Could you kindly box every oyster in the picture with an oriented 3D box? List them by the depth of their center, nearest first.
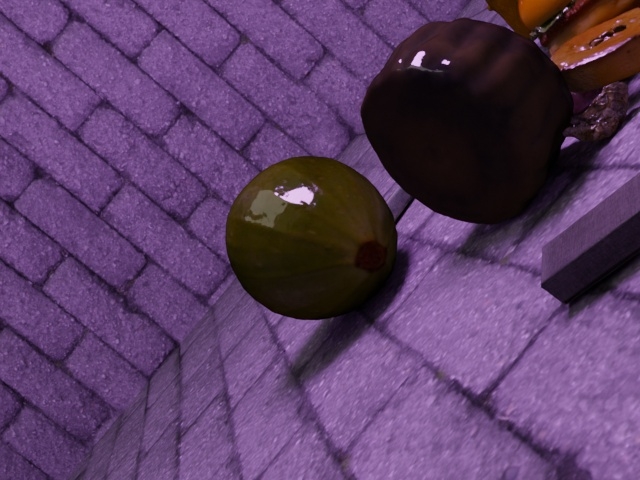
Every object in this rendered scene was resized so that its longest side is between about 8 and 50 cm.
[{"bbox_3d":[0.364,-0.164,1.230,0.038,0.080,0.083,-100,13,-50],"label":"oyster"}]

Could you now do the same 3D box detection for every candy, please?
[{"bbox_3d":[0.398,-0.235,1.428,0.103,0.043,0.103,-49,11,13],"label":"candy"}]

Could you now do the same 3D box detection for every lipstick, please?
[{"bbox_3d":[0.113,-0.023,1.906,0.312,0.051,0.051,-52,8,-23],"label":"lipstick"}]

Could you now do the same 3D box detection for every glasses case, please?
[{"bbox_3d":[0.309,-0.018,0.947,0.205,0.047,0.071,-43,15,34],"label":"glasses case"}]

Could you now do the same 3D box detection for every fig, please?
[{"bbox_3d":[0.000,0.000,1.647,0.316,0.316,0.316,-48,9,10],"label":"fig"}]

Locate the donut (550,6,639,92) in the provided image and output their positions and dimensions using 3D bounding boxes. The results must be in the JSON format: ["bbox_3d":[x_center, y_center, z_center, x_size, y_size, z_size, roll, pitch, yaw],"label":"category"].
[{"bbox_3d":[0.406,-0.258,1.300,0.178,0.065,0.162,-12,24,47],"label":"donut"}]

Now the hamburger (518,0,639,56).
[{"bbox_3d":[0.419,-0.396,1.466,0.246,0.170,0.246,-40,-1,-1],"label":"hamburger"}]

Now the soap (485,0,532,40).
[{"bbox_3d":[0.456,-0.535,1.736,0.335,0.156,0.293,-41,-11,3],"label":"soap"}]

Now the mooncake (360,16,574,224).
[{"bbox_3d":[0.207,-0.173,1.329,0.161,0.290,0.290,-51,9,-28],"label":"mooncake"}]
